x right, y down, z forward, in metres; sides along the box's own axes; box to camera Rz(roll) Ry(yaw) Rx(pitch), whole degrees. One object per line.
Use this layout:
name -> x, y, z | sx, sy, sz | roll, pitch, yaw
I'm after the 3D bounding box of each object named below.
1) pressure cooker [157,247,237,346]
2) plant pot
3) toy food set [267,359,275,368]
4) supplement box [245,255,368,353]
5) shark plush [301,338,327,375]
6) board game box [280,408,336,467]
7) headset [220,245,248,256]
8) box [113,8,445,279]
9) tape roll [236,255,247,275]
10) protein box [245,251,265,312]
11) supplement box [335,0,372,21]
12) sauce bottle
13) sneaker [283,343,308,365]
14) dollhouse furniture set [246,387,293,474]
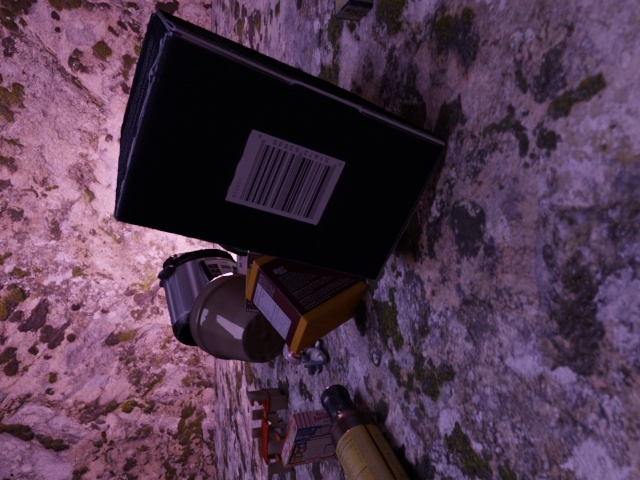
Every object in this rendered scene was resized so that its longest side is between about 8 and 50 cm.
pressure cooker -> -0.543, 0.235, 2.289 | 0.370, 0.375, 0.420 | 87, 163, -57
plant pot -> -0.264, 0.303, 1.753 | 0.280, 0.323, 0.323 | 16, 106, 52
toy food set -> -0.202, 0.462, 1.943 | 0.122, 0.019, 0.078 | 47, 135, 50
supplement box -> -0.035, 0.116, 1.140 | 0.194, 0.191, 0.129 | 45, 139, 24
shark plush -> -0.023, 0.357, 1.410 | 0.067, 0.073, 0.161 | 44, 135, 20
board game box -> -0.013, 0.503, 1.250 | 0.045, 0.146, 0.194 | -114, 31, -46
headset -> -0.192, -0.135, 1.575 | 0.185, 0.243, 0.394 | 15, 79, 45
box -> -0.115, -0.199, 0.950 | 0.297, 0.479, 0.472 | -65, 28, 20
tape roll -> -0.292, 0.080, 2.083 | 0.321, 0.077, 0.321 | 180, 90, -69
protein box -> -0.139, 0.078, 1.452 | 0.200, 0.135, 0.201 | -87, 4, -58
supplement box -> 0.074, -0.550, 1.096 | 0.083, 0.056, 0.083 | -177, 86, -69
sauce bottle -> 0.089, 0.438, 1.033 | 0.344, 0.111, 0.111 | -128, 41, -61
sneaker -> -0.057, 0.266, 1.499 | 0.128, 0.087, 0.221 | -54, 26, 20
dollhouse furniture set -> -0.198, 0.671, 1.769 | 0.262, 0.135, 0.259 | -160, 70, -68
